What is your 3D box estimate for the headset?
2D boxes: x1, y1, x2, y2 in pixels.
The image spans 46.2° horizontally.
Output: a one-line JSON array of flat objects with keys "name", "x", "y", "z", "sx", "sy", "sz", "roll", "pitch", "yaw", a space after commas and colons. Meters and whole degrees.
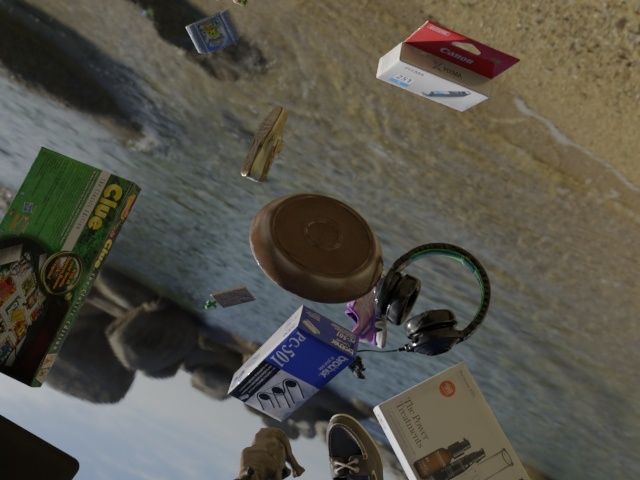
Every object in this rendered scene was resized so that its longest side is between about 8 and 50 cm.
[{"name": "headset", "x": 0.214, "y": 0.167, "z": 1.729, "sx": 0.243, "sy": 0.394, "sz": 0.185, "roll": 46, "pitch": 175, "yaw": 21}]

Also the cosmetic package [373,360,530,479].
[{"name": "cosmetic package", "x": 0.362, "y": 0.570, "z": 2.086, "sx": 0.377, "sy": 0.284, "sz": 0.097, "roll": 61, "pitch": 166, "yaw": 15}]

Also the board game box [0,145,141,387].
[{"name": "board game box", "x": -0.328, "y": 0.027, "z": 0.880, "sx": 0.136, "sy": 0.259, "sz": 0.030, "roll": 21, "pitch": 167, "yaw": 15}]

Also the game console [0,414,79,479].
[{"name": "game console", "x": -0.335, "y": 0.261, "z": 0.787, "sx": 0.122, "sy": 0.107, "sz": 0.071, "roll": 28, "pitch": -162, "yaw": 5}]

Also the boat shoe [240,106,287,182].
[{"name": "boat shoe", "x": -0.088, "y": -0.162, "z": 1.278, "sx": 0.045, "sy": 0.135, "sz": 0.050, "roll": 29, "pitch": 176, "yaw": -33}]

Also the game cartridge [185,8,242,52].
[{"name": "game cartridge", "x": -0.173, "y": -0.340, "z": 1.229, "sx": 0.083, "sy": 0.017, "sz": 0.056, "roll": -16, "pitch": 123, "yaw": 20}]

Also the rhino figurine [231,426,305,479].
[{"name": "rhino figurine", "x": -0.097, "y": 0.390, "z": 1.260, "sx": 0.106, "sy": 0.073, "sz": 0.243, "roll": 60, "pitch": -167, "yaw": 0}]

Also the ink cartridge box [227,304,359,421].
[{"name": "ink cartridge box", "x": -0.042, "y": 0.181, "z": 1.079, "sx": 0.097, "sy": 0.046, "sz": 0.207, "roll": 30, "pitch": 131, "yaw": -14}]

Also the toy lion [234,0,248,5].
[{"name": "toy lion", "x": -0.199, "y": -0.570, "z": 1.635, "sx": 0.100, "sy": 0.096, "sz": 0.034, "roll": 18, "pitch": -170, "yaw": 18}]

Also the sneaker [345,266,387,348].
[{"name": "sneaker", "x": 0.114, "y": 0.153, "z": 1.878, "sx": 0.105, "sy": 0.236, "sz": 0.095, "roll": 0, "pitch": 154, "yaw": 5}]

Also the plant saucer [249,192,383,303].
[{"name": "plant saucer", "x": 0.000, "y": 0.000, "z": 1.650, "sx": 0.311, "sy": 0.310, "sz": 0.050, "roll": 27, "pitch": 135, "yaw": 4}]

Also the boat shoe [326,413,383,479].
[{"name": "boat shoe", "x": 0.086, "y": 0.551, "z": 1.658, "sx": 0.112, "sy": 0.335, "sz": 0.095, "roll": -12, "pitch": -168, "yaw": 23}]

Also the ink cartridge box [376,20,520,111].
[{"name": "ink cartridge box", "x": 0.342, "y": -0.464, "z": 2.035, "sx": 0.296, "sy": 0.066, "sz": 0.261, "roll": 16, "pitch": 165, "yaw": -20}]

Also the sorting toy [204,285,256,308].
[{"name": "sorting toy", "x": -0.150, "y": 0.091, "z": 1.186, "sx": 0.083, "sy": 0.012, "sz": 0.062, "roll": -14, "pitch": 153, "yaw": 9}]
